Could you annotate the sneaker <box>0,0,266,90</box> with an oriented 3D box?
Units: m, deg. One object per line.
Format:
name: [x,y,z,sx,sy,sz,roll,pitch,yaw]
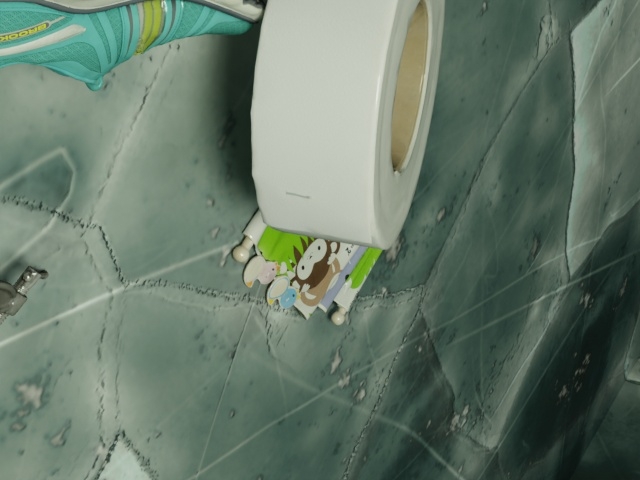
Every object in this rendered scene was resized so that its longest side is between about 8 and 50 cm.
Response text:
sneaker: [-0.149,-0.163,0.705,0.275,0.107,0.110,-14,143,-51]

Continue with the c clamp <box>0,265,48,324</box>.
c clamp: [-0.247,0.079,0.704,0.161,0.022,0.137,-51,179,-10]

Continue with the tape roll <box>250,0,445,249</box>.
tape roll: [0.032,-0.137,0.875,0.286,0.100,0.286,10,90,-78]

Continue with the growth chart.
growth chart: [0.000,0.000,1.071,0.172,0.021,0.237,-63,146,-10]
